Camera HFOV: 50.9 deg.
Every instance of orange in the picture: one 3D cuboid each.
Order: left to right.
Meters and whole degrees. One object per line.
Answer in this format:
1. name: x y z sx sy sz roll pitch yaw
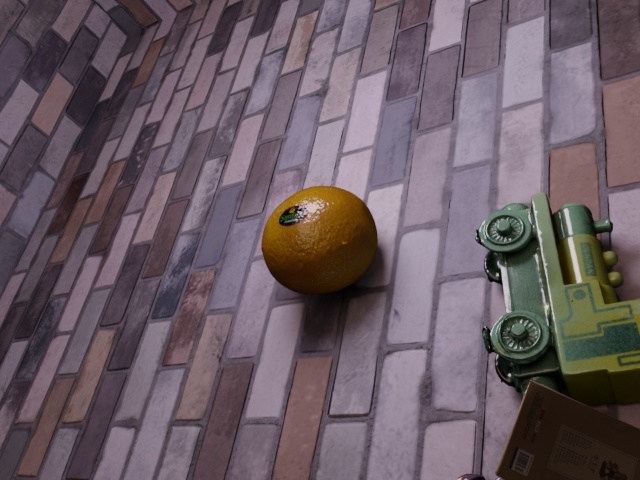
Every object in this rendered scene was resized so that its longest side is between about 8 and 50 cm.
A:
1. orange: 0.000 0.000 1.346 0.236 0.236 0.236 -22 46 25

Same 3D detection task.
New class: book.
1. book: 0.346 0.287 0.885 0.199 0.016 0.138 24 74 9

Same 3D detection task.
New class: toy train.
1. toy train: 0.370 0.075 1.039 0.237 0.150 0.368 -13 50 21

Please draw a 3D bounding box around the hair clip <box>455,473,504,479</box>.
1. hair clip: 0.237 0.362 0.928 0.279 0.137 0.090 -25 47 -6
